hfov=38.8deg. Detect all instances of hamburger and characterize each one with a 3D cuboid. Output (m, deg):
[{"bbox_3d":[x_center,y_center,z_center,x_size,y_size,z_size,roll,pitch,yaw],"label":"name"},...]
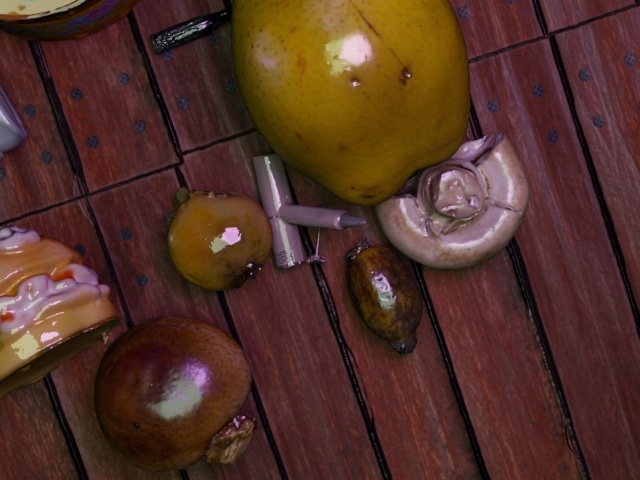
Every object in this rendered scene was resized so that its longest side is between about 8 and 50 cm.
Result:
[{"bbox_3d":[-0.477,0.101,1.433,0.276,0.276,0.237,-33,84,0],"label":"hamburger"}]

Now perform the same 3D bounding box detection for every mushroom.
[{"bbox_3d":[0.230,-0.048,1.473,0.254,0.195,0.189,-32,98,3],"label":"mushroom"},{"bbox_3d":[-0.233,0.255,1.474,0.283,0.195,0.263,28,86,-4],"label":"mushroom"}]

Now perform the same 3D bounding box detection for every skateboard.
[{"bbox_3d":[0.000,0.000,1.536,0.032,0.064,0.083,6,85,-15],"label":"skateboard"}]

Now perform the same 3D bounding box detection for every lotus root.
[{"bbox_3d":[0.110,0.093,1.513,0.120,0.120,0.209,-26,92,0],"label":"lotus root"}]

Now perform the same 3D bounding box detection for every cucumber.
[{"bbox_3d":[-0.205,-0.355,1.518,0.163,0.043,0.039,-20,137,0],"label":"cucumber"}]

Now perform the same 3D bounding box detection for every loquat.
[{"bbox_3d":[-0.170,-0.009,1.484,0.172,0.149,0.204,-38,80,2],"label":"loquat"}]

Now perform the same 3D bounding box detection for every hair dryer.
[{"bbox_3d":[-0.019,-0.060,1.464,0.054,0.220,0.195,-15,93,-38],"label":"hair dryer"}]

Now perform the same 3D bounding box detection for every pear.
[{"bbox_3d":[0.048,-0.270,1.372,0.362,0.362,0.418,-29,91,0],"label":"pear"}]

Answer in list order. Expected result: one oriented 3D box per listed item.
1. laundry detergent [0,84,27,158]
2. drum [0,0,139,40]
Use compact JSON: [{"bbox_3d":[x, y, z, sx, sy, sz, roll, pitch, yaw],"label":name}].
[{"bbox_3d":[-0.645,-0.177,1.476,0.280,0.105,0.215,-32,96,-2],"label":"laundry detergent"},{"bbox_3d":[-0.447,-0.527,1.410,0.431,0.214,0.431,0,94,-3],"label":"drum"}]
